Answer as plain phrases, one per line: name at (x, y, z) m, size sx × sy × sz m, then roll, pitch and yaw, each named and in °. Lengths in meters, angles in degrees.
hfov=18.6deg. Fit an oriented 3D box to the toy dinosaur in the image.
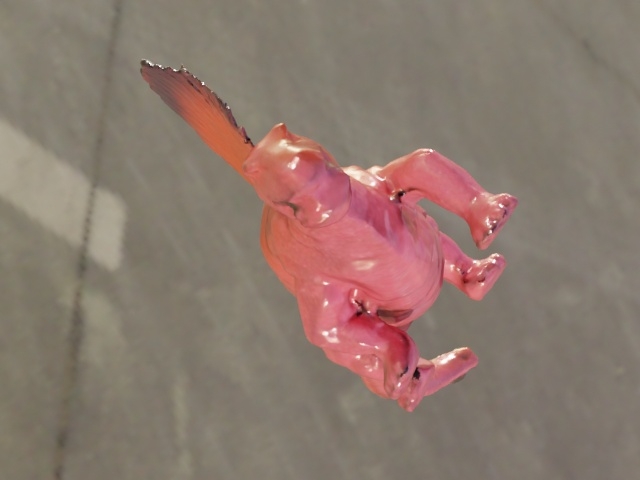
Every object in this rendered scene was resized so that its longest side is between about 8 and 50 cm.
toy dinosaur at (-0.006, -0.005, 0.696) m, size 0.139 × 0.070 × 0.286 m, roll 35°, pitch -6°, yaw 10°
